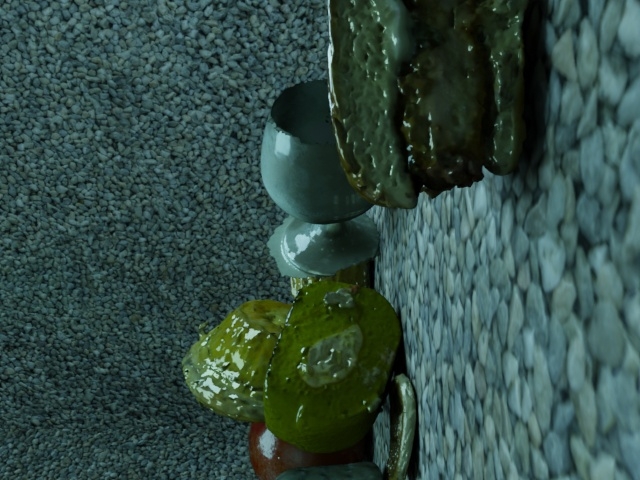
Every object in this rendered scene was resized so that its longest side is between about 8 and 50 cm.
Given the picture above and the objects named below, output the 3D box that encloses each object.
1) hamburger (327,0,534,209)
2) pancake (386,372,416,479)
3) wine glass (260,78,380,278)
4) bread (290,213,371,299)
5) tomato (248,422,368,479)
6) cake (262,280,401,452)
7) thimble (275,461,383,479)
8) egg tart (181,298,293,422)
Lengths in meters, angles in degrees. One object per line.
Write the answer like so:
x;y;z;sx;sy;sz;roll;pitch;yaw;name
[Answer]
0.083;-0.160;0.557;0.282;0.155;0.245;-85;-9;-52;hamburger
0.112;0.268;0.979;0.158;0.028;0.158;-176;90;-88;pancake
0.007;-0.104;1.198;0.238;0.238;0.323;-92;-2;-45;wine glass
0.021;0.043;1.433;0.121;0.174;0.246;128;138;-86;bread
-0.031;0.424;1.468;0.265;0.264;0.265;-179;90;-87;tomato
0.023;0.194;1.058;0.156;0.179;0.261;90;-164;-49;cake
0.020;0.522;1.142;0.291;0.195;0.292;177;90;-90;thimble
-0.068;0.217;1.282;0.388;0.387;0.169;-104;24;-79;egg tart
